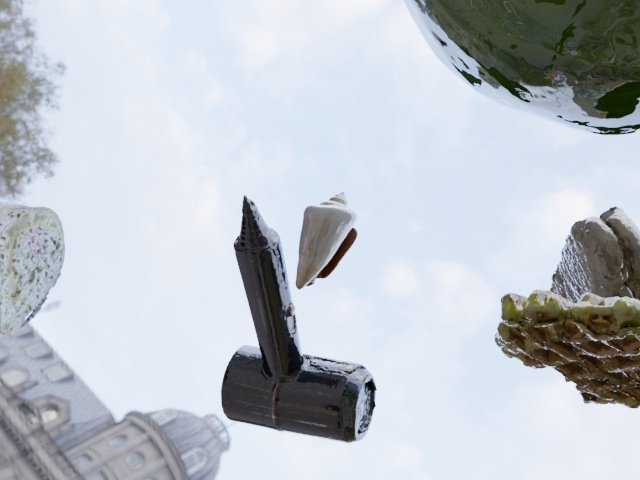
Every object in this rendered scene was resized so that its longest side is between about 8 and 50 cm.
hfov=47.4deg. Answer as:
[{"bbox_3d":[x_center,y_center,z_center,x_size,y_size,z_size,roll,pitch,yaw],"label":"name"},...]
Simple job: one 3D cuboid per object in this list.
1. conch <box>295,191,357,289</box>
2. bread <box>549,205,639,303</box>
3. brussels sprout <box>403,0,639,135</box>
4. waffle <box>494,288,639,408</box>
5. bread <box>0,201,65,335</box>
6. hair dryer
[{"bbox_3d":[0.012,0.002,1.244,0.094,0.104,0.176,6,-100,8],"label":"conch"},{"bbox_3d":[0.456,0.089,1.142,0.183,0.102,0.337,64,-1,28],"label":"bread"},{"bbox_3d":[0.207,-0.221,0.384,0.281,0.355,0.289,54,0,32],"label":"brussels sprout"},{"bbox_3d":[0.333,0.134,0.854,0.291,0.051,0.291,19,-24,8],"label":"waffle"},{"bbox_3d":[-0.425,0.033,0.830,0.156,0.260,0.158,7,-63,9],"label":"bread"},{"bbox_3d":[-0.041,0.100,0.887,0.189,0.107,0.352,6,-53,21],"label":"hair dryer"}]
